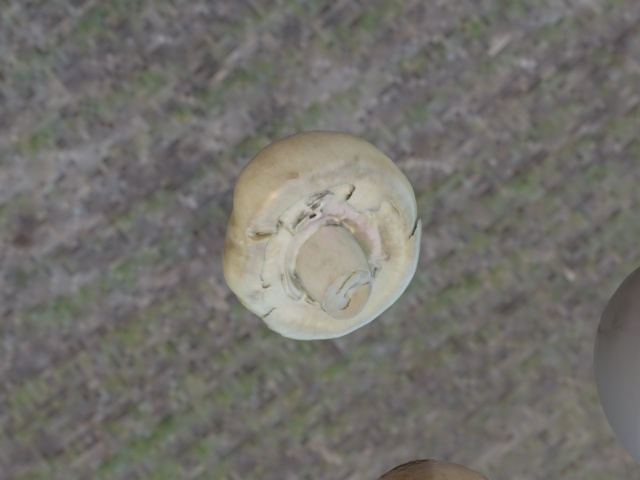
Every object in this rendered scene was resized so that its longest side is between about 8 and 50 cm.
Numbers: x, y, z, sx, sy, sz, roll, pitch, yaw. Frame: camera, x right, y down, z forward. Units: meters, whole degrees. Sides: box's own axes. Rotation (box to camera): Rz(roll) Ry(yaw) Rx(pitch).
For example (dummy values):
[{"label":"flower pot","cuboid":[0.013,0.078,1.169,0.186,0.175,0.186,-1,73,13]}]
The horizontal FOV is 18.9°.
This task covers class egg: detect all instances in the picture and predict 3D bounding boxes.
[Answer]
[{"label":"egg","cuboid":[0.259,0.093,1.273,0.146,0.146,0.198,-36,128,-8]}]

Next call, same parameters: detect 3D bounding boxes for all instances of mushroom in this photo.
[{"label":"mushroom","cuboid":[0.000,0.000,1.344,0.154,0.122,0.154,-12,127,-16]}]

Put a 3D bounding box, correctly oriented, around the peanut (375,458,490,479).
[{"label":"peanut","cuboid":[0.045,0.150,0.806,0.076,0.076,0.152,-53,-167,30]}]
